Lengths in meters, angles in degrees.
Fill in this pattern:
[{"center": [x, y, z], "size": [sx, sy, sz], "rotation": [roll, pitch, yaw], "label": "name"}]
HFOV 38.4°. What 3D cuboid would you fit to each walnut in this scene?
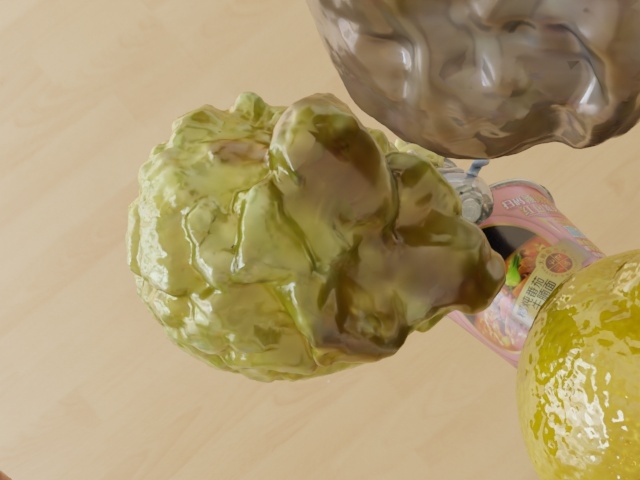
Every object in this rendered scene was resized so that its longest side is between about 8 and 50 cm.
[{"center": [0.112, -0.164, 0.460], "size": [0.273, 0.273, 0.227], "rotation": [-43, 63, -6], "label": "walnut"}]

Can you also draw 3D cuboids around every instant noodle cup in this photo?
[{"center": [0.291, 0.076, 1.181], "size": [0.244, 0.244, 0.255], "rotation": [-38, 44, -5], "label": "instant noodle cup"}]

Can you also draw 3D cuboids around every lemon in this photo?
[{"center": [0.221, 0.105, 0.611], "size": [0.187, 0.187, 0.244], "rotation": [-9, 124, -1], "label": "lemon"}]

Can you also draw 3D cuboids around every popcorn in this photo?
[{"center": [0.000, 0.000, 0.655], "size": [0.252, 0.237, 0.205], "rotation": [4, 67, 23], "label": "popcorn"}]

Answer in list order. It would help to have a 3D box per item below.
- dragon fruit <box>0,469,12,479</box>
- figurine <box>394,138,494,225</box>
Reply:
[{"center": [-0.332, 0.382, 0.864], "size": [0.263, 0.314, 0.296], "rotation": [24, 50, 26], "label": "dragon fruit"}, {"center": [0.119, -0.063, 1.095], "size": [0.209, 0.184, 0.128], "rotation": [4, 108, -37], "label": "figurine"}]
